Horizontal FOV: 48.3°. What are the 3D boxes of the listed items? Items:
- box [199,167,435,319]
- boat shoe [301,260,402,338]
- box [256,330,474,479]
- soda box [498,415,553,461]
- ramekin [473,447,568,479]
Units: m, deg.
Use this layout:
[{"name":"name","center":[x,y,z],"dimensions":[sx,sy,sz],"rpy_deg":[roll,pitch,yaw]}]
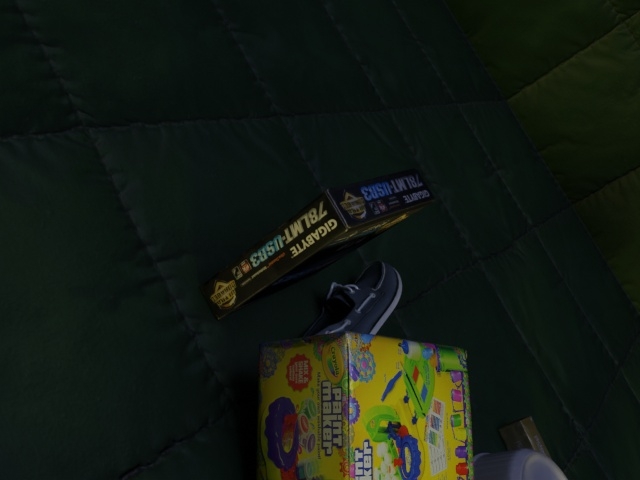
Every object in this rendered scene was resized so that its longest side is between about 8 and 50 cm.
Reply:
[{"name":"box","center":[0.000,0.000,1.143],"dimensions":[0.296,0.293,0.073],"rpy_deg":[-20,76,-56]},{"name":"boat shoe","center":[0.056,0.118,1.274],"dimensions":[0.099,0.116,0.319],"rpy_deg":[51,39,-14]},{"name":"box","center":[0.068,0.292,1.015],"dimensions":[0.279,0.177,0.289],"rpy_deg":[16,68,-44]},{"name":"soda box","center":[0.451,0.470,1.510],"dimensions":[0.058,0.061,0.181],"rpy_deg":[-1,63,-51]},{"name":"ramekin","center":[0.385,0.517,1.330],"dimensions":[0.273,0.127,0.272],"rpy_deg":[32,41,-32]}]
